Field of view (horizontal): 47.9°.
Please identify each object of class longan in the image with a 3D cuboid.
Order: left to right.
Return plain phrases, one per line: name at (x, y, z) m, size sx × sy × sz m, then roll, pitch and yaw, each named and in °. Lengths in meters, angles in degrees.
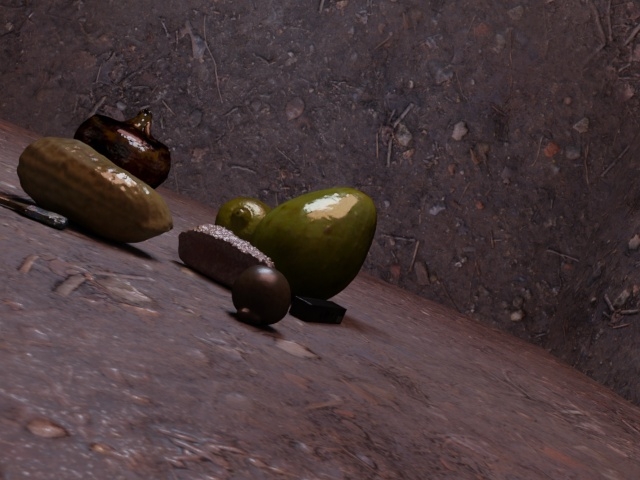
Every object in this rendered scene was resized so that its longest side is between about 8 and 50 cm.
longan at (-0.104, 0.099, 1.241) m, size 0.106 × 0.106 × 0.119 m, roll 24°, pitch 42°, yaw 7°

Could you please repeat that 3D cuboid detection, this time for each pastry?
pastry at (-0.180, 0.046, 1.495) m, size 0.265 × 0.102 × 0.112 m, roll 32°, pitch 24°, yaw 33°

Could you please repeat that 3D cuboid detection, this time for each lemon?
lemon at (-0.206, -0.030, 2.039) m, size 0.184 × 0.184 × 0.248 m, roll 24°, pitch -8°, yaw 10°

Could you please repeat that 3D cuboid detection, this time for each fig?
fig at (0.000, 0.000, 1.740) m, size 0.258 × 0.326 × 0.258 m, roll 49°, pitch -12°, yaw 14°

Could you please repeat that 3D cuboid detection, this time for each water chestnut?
water chestnut at (-0.660, -0.313, 2.438) m, size 0.350 × 0.302 × 0.350 m, roll 26°, pitch 6°, yaw -3°

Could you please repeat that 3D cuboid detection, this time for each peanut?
peanut at (-0.461, -0.096, 1.453) m, size 0.340 × 0.158 × 0.174 m, roll 29°, pitch -26°, yaw 20°

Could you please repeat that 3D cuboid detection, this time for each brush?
brush at (-0.565, -0.064, 1.328) m, size 0.196 × 0.021 × 0.070 m, roll 20°, pitch 4°, yaw -13°

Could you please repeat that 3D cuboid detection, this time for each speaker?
speaker at (-0.002, 0.153, 1.558) m, size 0.046 × 0.040 × 0.191 m, roll 27°, pitch 3°, yaw 25°
